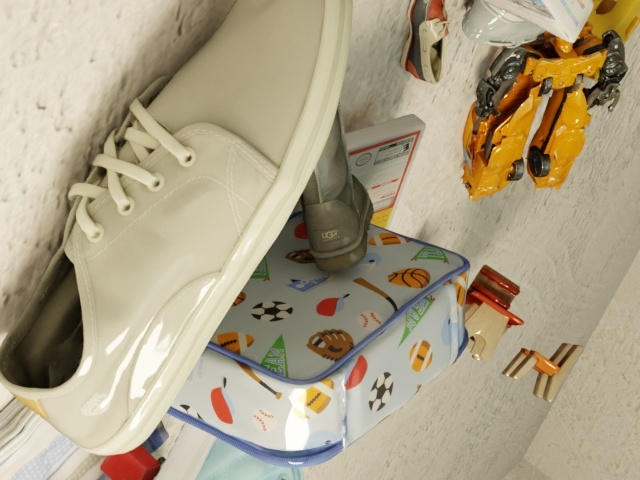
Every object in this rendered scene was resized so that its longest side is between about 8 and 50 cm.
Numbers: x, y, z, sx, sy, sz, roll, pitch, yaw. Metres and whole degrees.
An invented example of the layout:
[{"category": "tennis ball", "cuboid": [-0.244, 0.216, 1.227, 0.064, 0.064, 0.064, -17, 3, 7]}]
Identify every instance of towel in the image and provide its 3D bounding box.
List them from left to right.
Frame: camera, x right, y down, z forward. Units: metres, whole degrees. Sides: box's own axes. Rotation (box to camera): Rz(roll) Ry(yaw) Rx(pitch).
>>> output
[{"category": "towel", "cuboid": [-0.235, 0.199, 1.172, 0.209, 0.034, 0.285, -45, 158, -24]}]

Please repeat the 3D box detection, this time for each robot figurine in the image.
[{"category": "robot figurine", "cuboid": [0.283, -0.176, 1.607, 0.211, 0.085, 0.291, -8, 140, -17]}]

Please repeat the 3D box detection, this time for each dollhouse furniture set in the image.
[{"category": "dollhouse furniture set", "cuboid": [0.245, 0.101, 1.781, 0.135, 0.262, 0.259, -56, 178, -3]}]

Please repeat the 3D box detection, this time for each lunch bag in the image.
[{"category": "lunch bag", "cuboid": [-0.015, 0.075, 1.124, 0.303, 0.243, 0.114, -30, 127, -46]}]

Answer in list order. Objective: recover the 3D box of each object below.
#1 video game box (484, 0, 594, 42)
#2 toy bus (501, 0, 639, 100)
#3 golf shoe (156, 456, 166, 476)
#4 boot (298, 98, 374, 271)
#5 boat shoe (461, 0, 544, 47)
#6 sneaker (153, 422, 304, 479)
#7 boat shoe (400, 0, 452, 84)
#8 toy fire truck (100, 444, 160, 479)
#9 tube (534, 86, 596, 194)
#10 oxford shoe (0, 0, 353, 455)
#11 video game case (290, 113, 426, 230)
[{"category": "video game box", "cuboid": [0.118, -0.247, 1.019, 0.048, 0.205, 0.187, -62, 160, 8]}, {"category": "toy bus", "cuboid": [0.361, -0.265, 1.675, 0.191, 0.104, 0.202, -38, 153, -39]}, {"category": "golf shoe", "cuboid": [-0.178, 0.335, 1.356, 0.105, 0.120, 0.272, -42, 161, -30]}, {"category": "boot", "cuboid": [-0.006, -0.098, 1.109, 0.076, 0.189, 0.208, -19, 114, 1]}, {"category": "boat shoe", "cuboid": [0.228, -0.269, 1.435, 0.081, 0.079, 0.227, -46, 167, 30]}, {"category": "sneaker", "cuboid": [-0.070, 0.217, 1.234, 0.135, 0.150, 0.365, 113, 3, -67]}, {"category": "boat shoe", "cuboid": [0.117, -0.224, 1.284, 0.049, 0.043, 0.137, -39, 153, -33]}, {"category": "toy fire truck", "cuboid": [-0.245, 0.290, 1.191, 0.135, 0.047, 0.192, -20, 145, -58]}, {"category": "tube", "cuboid": [0.399, -0.163, 1.994, 0.070, 0.062, 0.240, -8, 153, -6]}, {"category": "oxford shoe", "cuboid": [-0.115, -0.037, 0.927, 0.130, 0.169, 0.449, 23, 102, -33]}, {"category": "video game case", "cuboid": [0.000, 0.000, 1.339, 0.204, 0.025, 0.285, -20, 142, -38]}]
